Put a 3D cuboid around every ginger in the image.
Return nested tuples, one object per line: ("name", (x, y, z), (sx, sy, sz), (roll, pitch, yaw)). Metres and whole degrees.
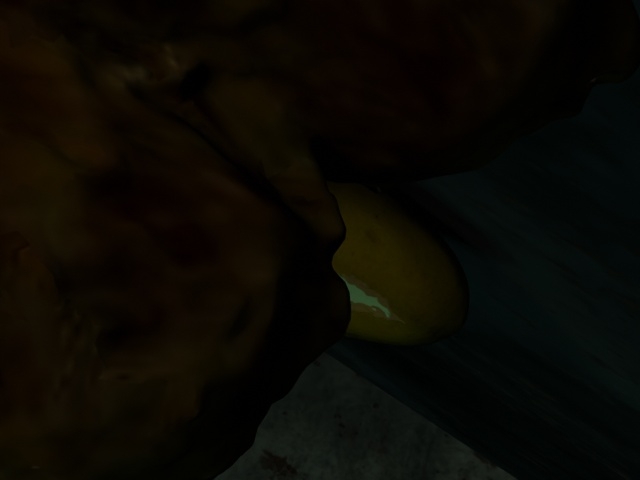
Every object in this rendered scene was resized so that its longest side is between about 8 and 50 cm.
("ginger", (-0.143, -0.098, 0.362), (0.418, 0.254, 0.176), (42, 170, -14))

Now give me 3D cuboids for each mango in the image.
("mango", (0.000, 0.000, 0.970), (0.195, 0.098, 0.137), (24, 167, 23))
